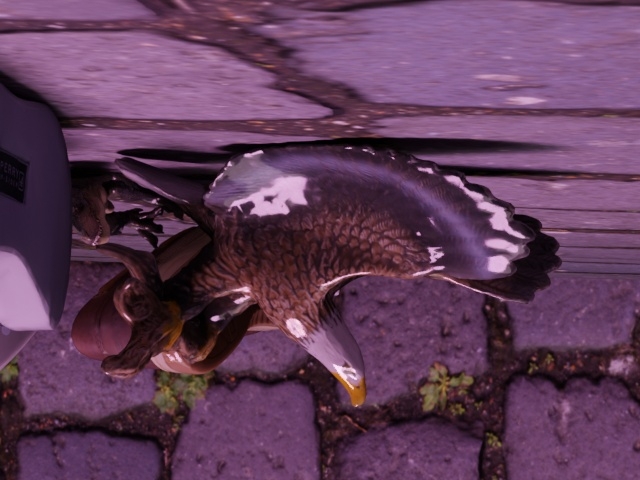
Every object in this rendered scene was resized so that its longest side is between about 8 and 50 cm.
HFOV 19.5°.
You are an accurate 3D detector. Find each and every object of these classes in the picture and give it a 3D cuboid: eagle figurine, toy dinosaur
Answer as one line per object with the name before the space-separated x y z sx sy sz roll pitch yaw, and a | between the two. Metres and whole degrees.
eagle figurine | 0.006 0.009 1.334 0.298 0.225 0.226 -28 -146 12
toy dinosaur | -0.181 -0.029 1.559 0.118 0.064 0.268 7 180 -17

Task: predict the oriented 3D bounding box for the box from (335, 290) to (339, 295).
box | -0.032 0.011 1.829 0.101 0.087 0.102 3 176 -5

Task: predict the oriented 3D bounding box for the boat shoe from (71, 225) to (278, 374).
boat shoe | -0.107 0.040 1.594 0.123 0.123 0.342 -9 -168 20

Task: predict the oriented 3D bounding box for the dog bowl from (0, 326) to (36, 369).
dog bowl | -0.338 0.061 1.307 0.349 0.102 0.349 -25 -160 10

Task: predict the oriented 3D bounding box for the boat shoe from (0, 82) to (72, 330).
boat shoe | -0.239 -0.020 1.046 0.156 0.136 0.367 2 174 4
